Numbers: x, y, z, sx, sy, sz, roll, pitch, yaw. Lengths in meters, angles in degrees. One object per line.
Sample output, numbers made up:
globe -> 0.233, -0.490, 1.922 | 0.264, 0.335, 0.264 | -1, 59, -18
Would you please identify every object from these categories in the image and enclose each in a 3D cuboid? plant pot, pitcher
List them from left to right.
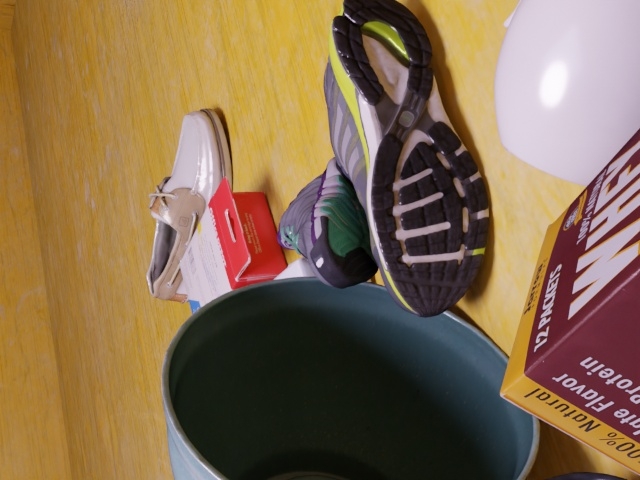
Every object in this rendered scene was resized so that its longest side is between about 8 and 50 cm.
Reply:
plant pot -> 0.012, 0.191, 0.701 | 0.293, 0.293, 0.196 | 50, 140, 48
pitcher -> 0.169, -0.153, 0.522 | 0.178, 0.126, 0.207 | 38, 120, 38

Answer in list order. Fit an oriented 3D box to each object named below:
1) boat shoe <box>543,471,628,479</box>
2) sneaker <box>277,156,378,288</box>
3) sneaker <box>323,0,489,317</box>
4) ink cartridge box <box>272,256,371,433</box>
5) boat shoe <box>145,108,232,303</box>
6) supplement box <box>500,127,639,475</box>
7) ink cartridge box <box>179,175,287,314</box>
boat shoe -> 0.156, 0.224, 0.361 | 0.500, 0.187, 0.155 | -4, -93, -84
sneaker -> 0.000, 0.000, 0.817 | 0.098, 0.083, 0.223 | -36, 16, 20
sneaker -> 0.070, -0.071, 0.776 | 0.121, 0.111, 0.299 | 118, 144, -67
ink cartridge box -> -0.012, 0.242, 0.958 | 0.308, 0.091, 0.384 | -40, 58, 57
boat shoe -> -0.203, -0.047, 1.269 | 0.113, 0.103, 0.302 | 26, 116, 59
supplement box -> 0.217, 0.021, 0.352 | 0.129, 0.191, 0.194 | -60, 0, -44
ink cartridge box -> -0.115, 0.027, 1.139 | 0.231, 0.078, 0.134 | -54, 48, 50
